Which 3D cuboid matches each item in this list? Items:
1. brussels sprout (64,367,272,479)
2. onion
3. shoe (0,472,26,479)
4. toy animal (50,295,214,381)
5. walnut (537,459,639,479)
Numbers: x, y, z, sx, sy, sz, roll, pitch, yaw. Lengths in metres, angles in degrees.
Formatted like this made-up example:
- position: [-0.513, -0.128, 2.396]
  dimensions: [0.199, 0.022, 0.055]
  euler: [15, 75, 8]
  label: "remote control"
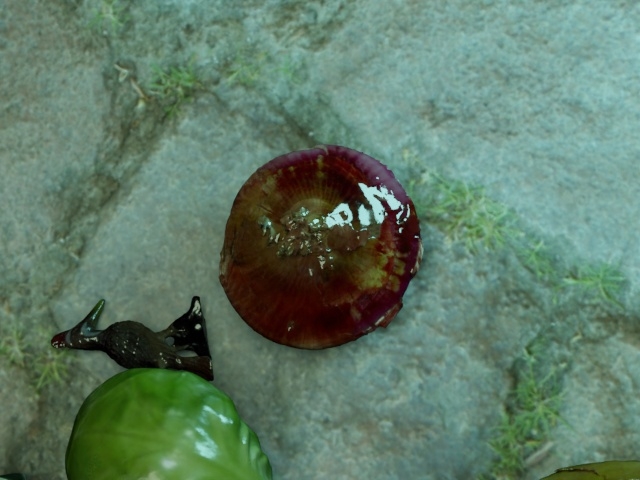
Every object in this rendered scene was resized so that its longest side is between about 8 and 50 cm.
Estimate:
- position: [-0.153, 0.246, 1.668]
  dimensions: [0.244, 0.244, 0.244]
  euler: [-1, 78, 4]
  label: "brussels sprout"
- position: [0.000, 0.000, 1.733]
  dimensions: [0.230, 0.163, 0.230]
  euler: [0, 71, 0]
  label: "onion"
- position: [-0.250, 0.372, 1.678]
  dimensions: [0.363, 0.160, 0.131]
  euler: [37, 119, 17]
  label: "shoe"
- position: [-0.201, 0.112, 1.774]
  dimensions: [0.202, 0.070, 0.105]
  euler: [5, 35, 13]
  label: "toy animal"
- position: [0.310, 0.292, 1.668]
  dimensions: [0.245, 0.137, 0.137]
  euler: [5, 79, 2]
  label: "walnut"
